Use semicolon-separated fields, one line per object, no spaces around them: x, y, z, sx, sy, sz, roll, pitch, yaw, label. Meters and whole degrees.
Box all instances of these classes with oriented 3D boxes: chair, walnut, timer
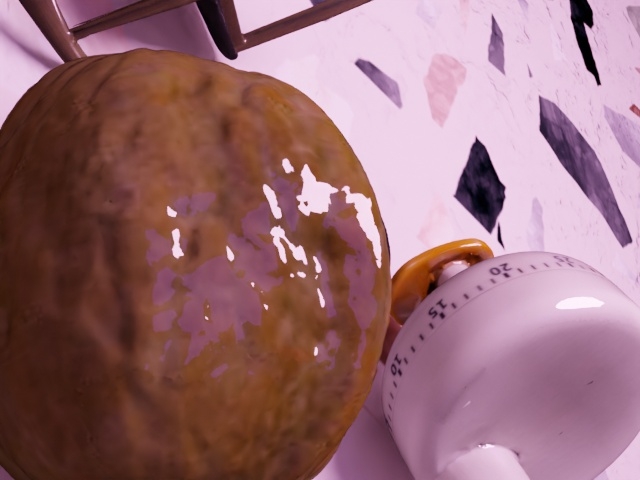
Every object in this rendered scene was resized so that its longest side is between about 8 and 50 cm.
-0.095;-0.241;0.652;0.166;0.272;0.188;90;-20;-87;chair
-0.084;0.023;0.487;0.227;0.282;0.283;40;41;-66;walnut
0.169;0.133;0.685;0.233;0.233;0.240;30;16;-33;timer

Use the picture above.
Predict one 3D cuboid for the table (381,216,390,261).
0.000;0.000;0.721;0.133;0.043;0.134;21;59;-39;table
